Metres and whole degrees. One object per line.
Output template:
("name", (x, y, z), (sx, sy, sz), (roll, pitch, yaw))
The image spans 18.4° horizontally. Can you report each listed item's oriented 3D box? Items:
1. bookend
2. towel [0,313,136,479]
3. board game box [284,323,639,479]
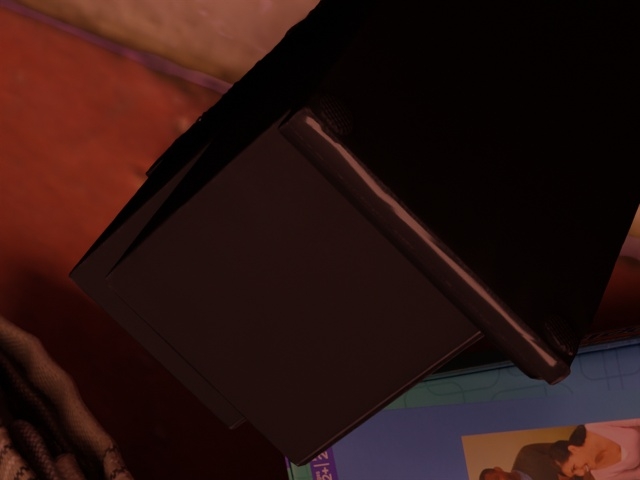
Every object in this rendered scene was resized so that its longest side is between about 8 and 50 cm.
("bookend", (0.000, 0.000, 0.467), (0.072, 0.157, 0.156), (44, 126, -8))
("towel", (-0.048, 0.222, 0.600), (0.312, 0.056, 0.324), (51, 141, 32))
("board game box", (0.103, 0.099, 0.512), (0.210, 0.047, 0.160), (-11, 90, 24))
